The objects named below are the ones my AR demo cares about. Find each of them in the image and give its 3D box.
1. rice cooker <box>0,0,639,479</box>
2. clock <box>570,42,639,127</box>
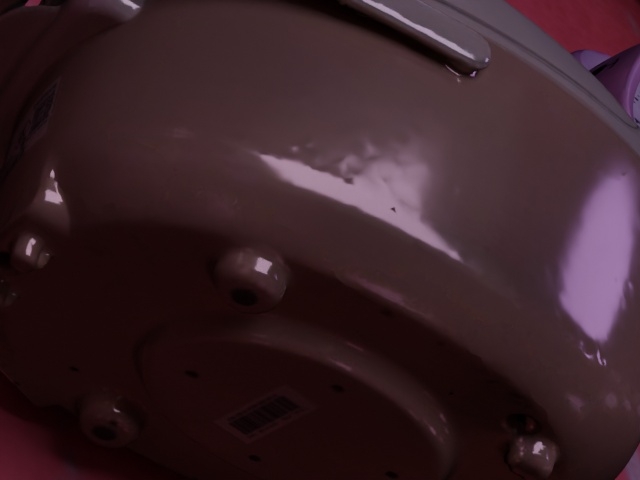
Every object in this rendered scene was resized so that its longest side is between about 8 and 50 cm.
[{"bbox_3d":[0.000,0.000,0.493,0.206,0.145,0.127,26,48,-19],"label":"rice cooker"},{"bbox_3d":[0.138,-0.035,0.747,0.110,0.050,0.153,43,34,0],"label":"clock"}]
